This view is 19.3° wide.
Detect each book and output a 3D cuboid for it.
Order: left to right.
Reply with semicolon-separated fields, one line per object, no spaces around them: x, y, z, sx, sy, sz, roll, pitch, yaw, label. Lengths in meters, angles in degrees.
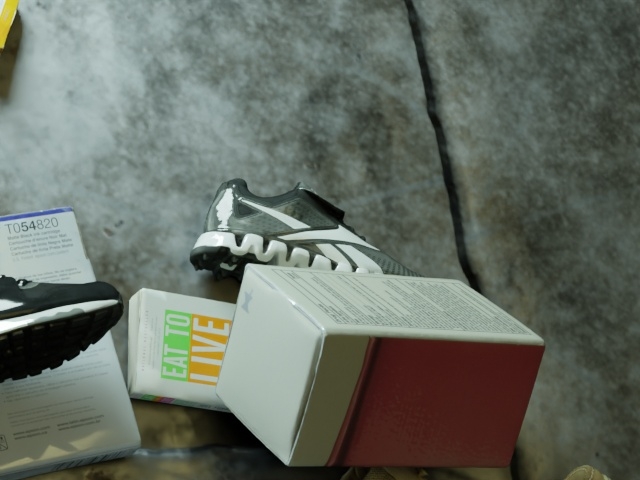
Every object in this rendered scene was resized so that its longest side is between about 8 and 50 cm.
-0.099;0.103;1.669;0.144;0.035;0.096;10;67;-23;book

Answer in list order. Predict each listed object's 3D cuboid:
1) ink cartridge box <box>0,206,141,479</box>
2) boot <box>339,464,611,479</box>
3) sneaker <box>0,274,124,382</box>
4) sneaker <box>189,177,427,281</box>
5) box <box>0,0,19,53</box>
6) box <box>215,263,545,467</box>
-0.284;0.094;1.578;0.223;0.045;0.224;-9;72;-26;ink cartridge box
0.127;0.243;1.674;0.203;0.095;0.262;46;62;1;boot
-0.299;0.051;1.506;0.283;0.107;0.124;-13;68;-27;sneaker
0.000;0.000;1.726;0.234;0.078;0.106;15;66;-16;sneaker
-0.342;-0.219;1.689;0.136;0.028;0.081;21;51;-12;box
0.050;0.110;1.621;0.232;0.148;0.127;5;109;-31;box
